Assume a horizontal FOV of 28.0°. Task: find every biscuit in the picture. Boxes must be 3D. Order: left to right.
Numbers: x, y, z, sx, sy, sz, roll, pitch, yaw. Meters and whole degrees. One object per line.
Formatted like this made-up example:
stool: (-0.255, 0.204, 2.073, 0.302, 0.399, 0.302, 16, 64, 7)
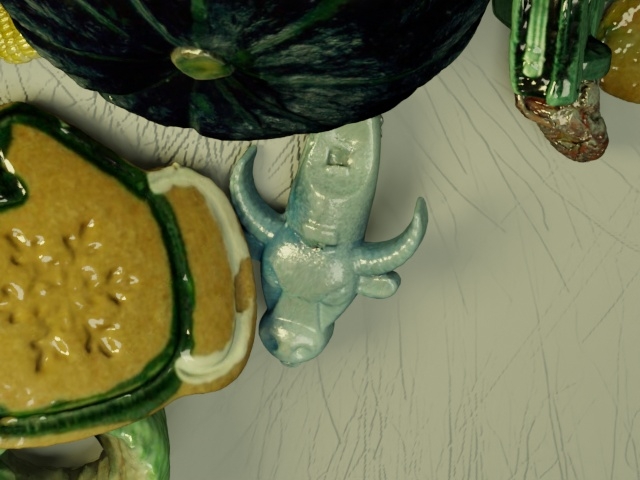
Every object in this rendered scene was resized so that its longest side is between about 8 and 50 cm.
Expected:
biscuit: (-0.218, 0.022, 1.069, 0.343, 0.057, 0.288, -9, 87, -26)
biscuit: (0.360, -0.165, 1.169, 0.247, 0.029, 0.118, 12, 124, -17)

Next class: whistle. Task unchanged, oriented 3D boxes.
whistle: (0.000, 0.000, 1.159, 0.180, 0.093, 0.269, 17, 117, 9)

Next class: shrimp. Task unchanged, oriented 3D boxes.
shrimp: (0.207, -0.151, 1.125, 0.073, 0.075, 0.190, -1, 118, 40)

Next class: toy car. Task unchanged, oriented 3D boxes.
toy car: (0.182, -0.215, 0.952, 0.097, 0.321, 0.141, 9, 121, 13)

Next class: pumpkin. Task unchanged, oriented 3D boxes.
pumpkin: (-0.053, -0.225, 0.885, 0.363, 0.266, 0.363, 5, 155, 2)

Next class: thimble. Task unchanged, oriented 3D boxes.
thimble: (-0.244, 0.193, 1.190, 0.218, 0.150, 0.219, -5, 121, -8)

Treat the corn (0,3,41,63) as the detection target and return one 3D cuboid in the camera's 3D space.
corn: (-0.250, -0.220, 1.003, 0.085, 0.063, 0.165, -11, 122, 24)
